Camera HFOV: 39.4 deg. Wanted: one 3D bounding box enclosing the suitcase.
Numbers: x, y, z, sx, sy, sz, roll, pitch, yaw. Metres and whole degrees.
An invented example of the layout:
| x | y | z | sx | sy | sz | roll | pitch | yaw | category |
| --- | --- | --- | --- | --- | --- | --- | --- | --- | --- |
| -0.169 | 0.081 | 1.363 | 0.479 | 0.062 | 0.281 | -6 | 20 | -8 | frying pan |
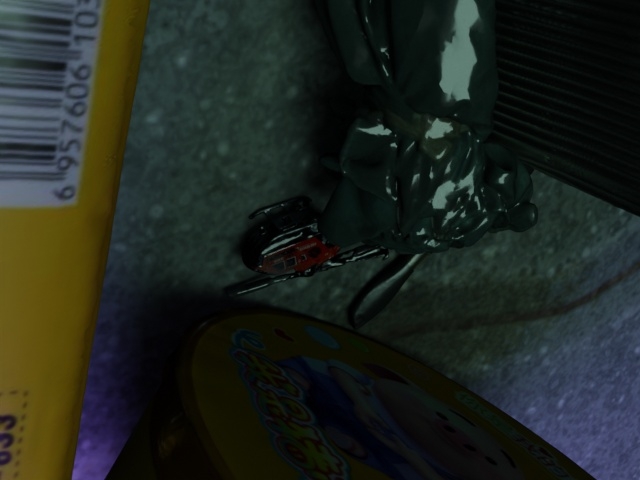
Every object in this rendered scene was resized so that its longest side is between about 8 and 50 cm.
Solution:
| x | y | z | sx | sy | sz | roll | pitch | yaw | category |
| --- | --- | --- | --- | --- | --- | --- | --- | --- | --- |
| 0.223 | -0.111 | 0.520 | 0.128 | 0.312 | 0.202 | -19 | 123 | -31 | suitcase |

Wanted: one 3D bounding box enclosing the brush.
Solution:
| x | y | z | sx | sy | sz | roll | pitch | yaw | category |
| --- | --- | --- | --- | --- | --- | --- | --- | --- | --- |
| 0.087 | -0.005 | 0.687 | 0.193 | 0.016 | 0.063 | -48 | 127 | 3 | brush |

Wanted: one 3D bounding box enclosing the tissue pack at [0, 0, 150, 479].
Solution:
| x | y | z | sx | sy | sz | roll | pitch | yaw | category |
| --- | --- | --- | --- | --- | --- | --- | --- | --- | --- |
| -0.240 | -0.015 | 0.377 | 0.293 | 0.228 | 0.382 | 3 | 113 | -26 | tissue pack |

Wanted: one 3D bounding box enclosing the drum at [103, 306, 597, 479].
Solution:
| x | y | z | sx | sy | sz | roll | pitch | yaw | category |
| --- | --- | --- | --- | --- | --- | --- | --- | --- | --- |
| 0.046 | 0.242 | 0.551 | 0.431 | 0.431 | 0.214 | 23 | 105 | -35 | drum |

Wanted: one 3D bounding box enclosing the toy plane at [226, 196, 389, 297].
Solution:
| x | y | z | sx | sy | sz | roll | pitch | yaw | category |
| --- | --- | --- | --- | --- | --- | --- | --- | --- | --- |
| 0.000 | 0.000 | 0.632 | 0.145 | 0.037 | 0.060 | -18 | 127 | -17 | toy plane |

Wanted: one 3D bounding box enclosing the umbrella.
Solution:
| x | y | z | sx | sy | sz | roll | pitch | yaw | category |
| --- | --- | --- | --- | --- | --- | --- | --- | --- | --- |
| 0.062 | -0.155 | 0.521 | 0.143 | 0.094 | 0.348 | 0 | 113 | 7 | umbrella |
